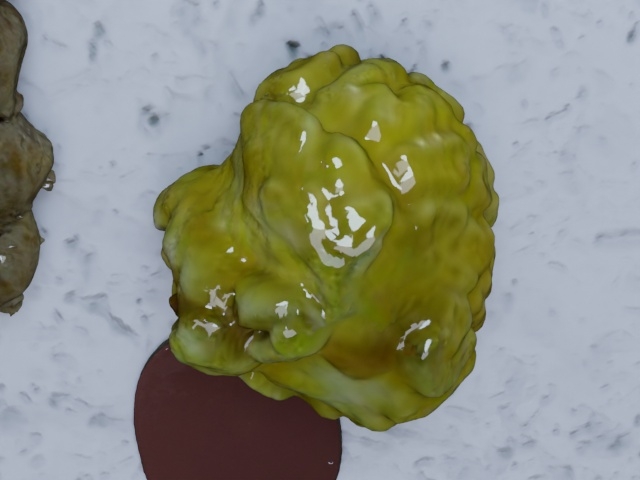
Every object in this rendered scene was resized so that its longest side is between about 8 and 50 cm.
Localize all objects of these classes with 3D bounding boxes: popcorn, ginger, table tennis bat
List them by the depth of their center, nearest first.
[{"bbox_3d":[-0.209,-0.048,0.883,0.104,0.080,0.204,8,111,-13],"label":"ginger"},{"bbox_3d":[0.000,0.000,0.884,0.203,0.200,0.226,4,149,22],"label":"popcorn"},{"bbox_3d":[-0.050,0.166,1.022,0.138,0.022,0.246,-8,111,0],"label":"table tennis bat"}]
